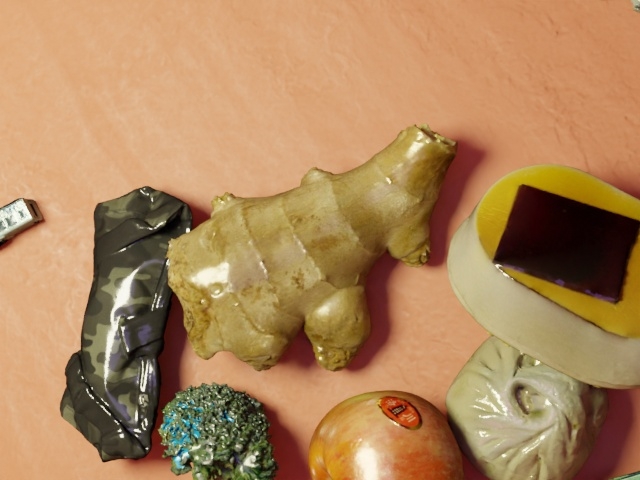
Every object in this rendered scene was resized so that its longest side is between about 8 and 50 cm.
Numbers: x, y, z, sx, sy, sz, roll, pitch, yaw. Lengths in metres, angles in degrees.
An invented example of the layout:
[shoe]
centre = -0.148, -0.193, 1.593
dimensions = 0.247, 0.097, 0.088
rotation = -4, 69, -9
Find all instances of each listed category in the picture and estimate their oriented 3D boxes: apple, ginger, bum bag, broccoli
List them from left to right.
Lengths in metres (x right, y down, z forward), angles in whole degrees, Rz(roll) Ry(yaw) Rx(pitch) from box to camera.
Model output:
[bum bag]
centre = -0.240, 0.100, 1.546
dimensions = 0.144, 0.095, 0.340
rotation = 7, 86, 34
[broccoli]
centre = -0.123, 0.254, 1.512
dimensions = 0.167, 0.154, 0.160
rotation = 18, 130, 9
[ginger]
centre = 0.010, 0.022, 1.477
dimensions = 0.376, 0.166, 0.236
rotation = -23, 75, 13
[apple]
centre = 0.075, 0.270, 1.433
dimensions = 0.164, 0.209, 0.209
rotation = -6, 86, -9

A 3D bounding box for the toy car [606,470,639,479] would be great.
[toy car]
centre = 0.391, 0.301, 1.443
dimensions = 0.224, 0.076, 0.090
rotation = -19, 86, 16

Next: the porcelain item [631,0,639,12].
[porcelain item]
centre = 0.393, -0.306, 1.499
dimensions = 0.136, 0.021, 0.075
rotation = 21, 91, 10

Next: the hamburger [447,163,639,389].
[hamburger]
centre = 0.288, 0.044, 1.407
dimensions = 0.295, 0.151, 0.227
rotation = 33, 59, 14

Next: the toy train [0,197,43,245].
[toy train]
centre = -0.454, 0.006, 1.609
dimensions = 0.208, 0.043, 0.047
rotation = -26, 88, 7

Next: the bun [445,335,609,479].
[bun]
centre = 0.242, 0.189, 1.447
dimensions = 0.178, 0.128, 0.193
rotation = 40, 92, 10
